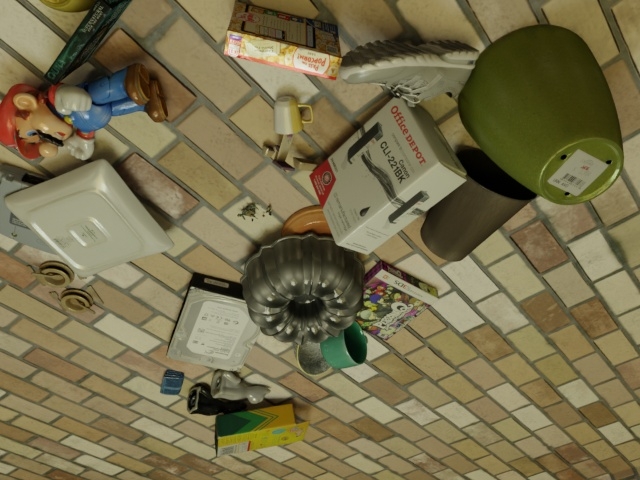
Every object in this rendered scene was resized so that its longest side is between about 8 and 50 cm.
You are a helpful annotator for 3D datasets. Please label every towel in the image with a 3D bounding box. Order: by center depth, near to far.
[{"bbox_3d":[-0.492,0.476,1.733,0.067,0.029,0.119,12,130,-14],"label":"towel"}]

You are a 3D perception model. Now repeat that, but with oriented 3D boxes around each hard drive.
[{"bbox_3d":[-0.296,0.250,1.514,0.236,0.064,0.339,17,130,-16],"label":"hard drive"}]

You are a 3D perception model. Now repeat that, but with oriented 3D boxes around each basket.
[{"bbox_3d":[0.336,-0.070,1.193,0.204,0.154,0.227,16,133,-15],"label":"basket"}]

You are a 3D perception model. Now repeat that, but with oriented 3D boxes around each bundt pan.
[{"bbox_3d":[-0.038,0.145,1.321,0.330,0.124,0.331,-4,130,-5],"label":"bundt pan"}]

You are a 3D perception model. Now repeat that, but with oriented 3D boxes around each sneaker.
[{"bbox_3d":[0.164,-0.294,0.953,0.281,0.105,0.115,-8,127,-21],"label":"sneaker"}]

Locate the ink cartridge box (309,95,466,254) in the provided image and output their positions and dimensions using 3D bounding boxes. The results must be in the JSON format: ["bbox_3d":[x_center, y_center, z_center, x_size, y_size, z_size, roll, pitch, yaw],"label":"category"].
[{"bbox_3d":[0.130,-0.131,1.077,0.273,0.197,0.114,-39,145,27],"label":"ink cartridge box"}]

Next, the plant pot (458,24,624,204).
[{"bbox_3d":[0.426,-0.207,0.969,0.274,0.293,0.275,-1,133,-2],"label":"plant pot"}]

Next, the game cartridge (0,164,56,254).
[{"bbox_3d":[-0.615,-0.048,1.236,0.297,0.062,0.198,20,133,-19],"label":"game cartridge"}]

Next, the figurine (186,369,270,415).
[{"bbox_3d":[-0.302,0.529,1.762,0.215,0.092,0.209,-37,132,27],"label":"figurine"}]

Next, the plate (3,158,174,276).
[{"bbox_3d":[-0.525,-0.028,1.194,0.278,0.045,0.277,-17,131,14],"label":"plate"}]

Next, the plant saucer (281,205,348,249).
[{"bbox_3d":[0.000,0.000,1.314,0.200,0.037,0.200,-1,132,-1],"label":"plant saucer"}]

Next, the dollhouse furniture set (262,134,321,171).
[{"bbox_3d":[-0.051,-0.202,1.133,0.114,0.091,0.081,1,118,-41],"label":"dollhouse furniture set"}]

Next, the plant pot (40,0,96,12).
[{"bbox_3d":[-0.427,-0.434,0.861,0.134,0.095,0.134,-1,132,-1],"label":"plant pot"}]

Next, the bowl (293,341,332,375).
[{"bbox_3d":[-0.022,0.304,1.543,0.080,0.170,0.170,14,154,51],"label":"bowl"}]

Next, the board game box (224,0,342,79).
[{"bbox_3d":[-0.063,-0.353,0.916,0.193,0.147,0.045,10,131,-10],"label":"board game box"}]

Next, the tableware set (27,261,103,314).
[{"bbox_3d":[-0.686,0.136,1.408,0.128,0.039,0.194,-10,132,6],"label":"tableware set"}]

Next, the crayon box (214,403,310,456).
[{"bbox_3d":[-0.208,0.663,1.836,0.318,0.081,0.202,-4,142,-16],"label":"crayon box"}]

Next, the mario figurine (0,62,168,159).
[{"bbox_3d":[-0.463,-0.222,1.007,0.320,0.170,0.198,-12,134,7],"label":"mario figurine"}]

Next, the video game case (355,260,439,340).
[{"bbox_3d":[0.179,0.176,1.479,0.210,0.042,0.232,28,126,-23],"label":"video game case"}]

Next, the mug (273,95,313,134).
[{"bbox_3d":[-0.062,-0.260,1.067,0.078,0.062,0.064,-22,127,-23],"label":"mug"}]

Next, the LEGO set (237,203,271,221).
[{"bbox_3d":[-0.159,-0.071,1.257,0.083,0.023,0.054,3,136,-23],"label":"LEGO set"}]

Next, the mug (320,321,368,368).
[{"bbox_3d":[0.066,0.303,1.482,0.097,0.129,0.158,-20,134,28],"label":"mug"}]

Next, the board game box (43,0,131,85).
[{"bbox_3d":[-0.399,-0.359,0.909,0.186,0.126,0.026,-36,116,27],"label":"board game box"}]
